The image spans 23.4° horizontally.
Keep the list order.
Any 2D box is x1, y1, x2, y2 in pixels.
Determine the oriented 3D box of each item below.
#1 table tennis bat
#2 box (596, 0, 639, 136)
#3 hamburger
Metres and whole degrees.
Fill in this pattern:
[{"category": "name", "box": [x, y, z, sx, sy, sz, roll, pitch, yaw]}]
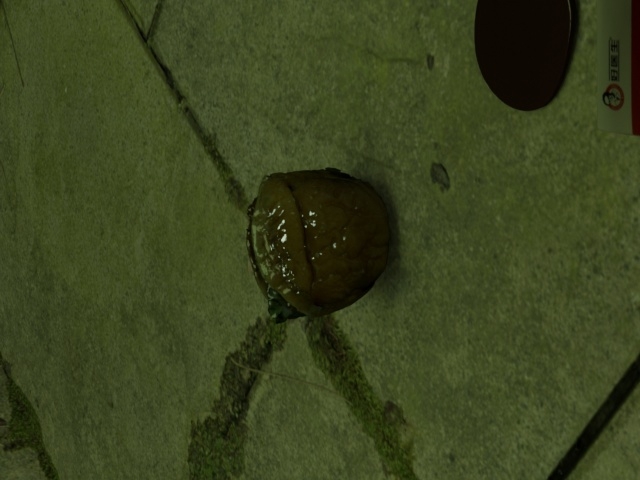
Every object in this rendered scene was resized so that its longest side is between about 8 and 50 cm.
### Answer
[{"category": "table tennis bat", "box": [0.222, -0.267, 1.632, 0.154, 0.021, 0.274, 43, 134, 43]}, {"category": "box", "box": [0.344, -0.264, 1.405, 0.214, 0.069, 0.353, 15, 110, 55]}, {"category": "hamburger", "box": [0.000, 0.000, 1.900, 0.130, 0.206, 0.183, -8, 93, 38]}]
